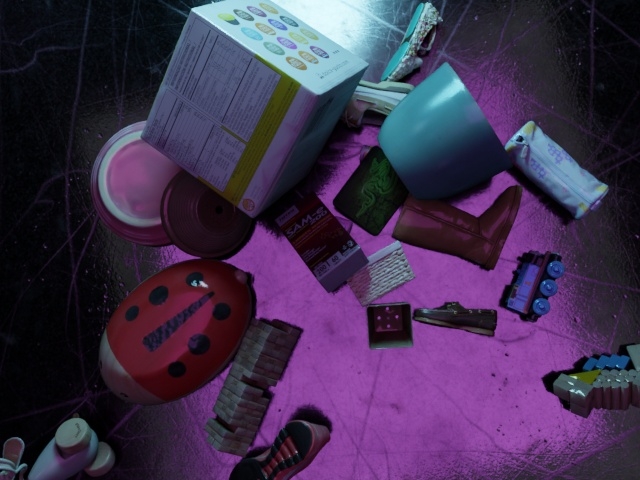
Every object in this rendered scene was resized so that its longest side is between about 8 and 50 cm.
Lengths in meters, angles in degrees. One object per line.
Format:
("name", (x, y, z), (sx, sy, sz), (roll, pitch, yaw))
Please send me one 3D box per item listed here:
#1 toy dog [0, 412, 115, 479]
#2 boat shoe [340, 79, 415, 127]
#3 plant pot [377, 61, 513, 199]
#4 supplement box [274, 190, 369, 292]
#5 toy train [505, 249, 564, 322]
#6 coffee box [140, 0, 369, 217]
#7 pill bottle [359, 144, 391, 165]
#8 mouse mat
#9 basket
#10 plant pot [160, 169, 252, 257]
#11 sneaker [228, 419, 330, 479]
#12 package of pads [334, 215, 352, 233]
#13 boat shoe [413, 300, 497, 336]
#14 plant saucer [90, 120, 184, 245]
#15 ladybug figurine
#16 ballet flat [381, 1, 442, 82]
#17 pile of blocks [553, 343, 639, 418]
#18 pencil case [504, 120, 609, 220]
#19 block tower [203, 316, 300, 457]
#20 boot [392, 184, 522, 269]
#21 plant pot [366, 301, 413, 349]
("toy dog", (-0.683, 0.533, 1.780), (0.333, 0.161, 0.220), (-12, 125, -26))
("boat shoe", (0.091, -0.344, 1.844), (0.302, 0.113, 0.103), (2, 79, 3))
("plant pot", (0.279, -0.234, 1.729), (0.235, 0.293, 0.293), (-33, 83, 13))
("supplement box", (0.000, 0.000, 1.781), (0.130, 0.073, 0.239), (-38, 50, -1))
("toy train", (0.530, 0.108, 1.795), (0.105, 0.080, 0.184), (22, 86, 11))
("coffee box", (-0.150, -0.326, 1.687), (0.334, 0.337, 0.338), (35, 121, 6))
("pill bottle", (0.144, -0.216, 1.863), (0.083, 0.043, 0.043), (16, 86, 5))
("mouse mat", (0.140, -0.125, 1.846), (0.152, 0.007, 0.190), (36, 91, -12))
("basket", (0.143, 0.084, 1.803), (0.167, 0.113, 0.103), (-28, 87, 1))
("plant pot", (-0.267, -0.075, 1.791), (0.237, 0.109, 0.238), (0, 89, -26))
("sneaker", (-0.092, 0.553, 1.773), (0.314, 0.136, 0.116), (-43, 60, 21))
("package of pads", (0.046, -0.017, 1.856), (0.050, 0.032, 0.083), (21, 86, 4))
("boat shoe", (0.336, 0.187, 1.803), (0.206, 0.073, 0.073), (10, 84, -3))
("plant saucer", (-0.438, -0.153, 1.873), (0.331, 0.084, 0.332), (0, 85, 3))
("ladybug figurine", (-0.363, 0.221, 1.793), (0.449, 0.162, 0.305), (-43, 83, -1))
("ballet flat", (0.243, -0.496, 1.868), (0.077, 0.091, 0.241), (28, 90, -17))
("pile of blocks", (0.749, 0.347, 1.758), (0.361, 0.149, 0.113), (-8, 127, 12))
("pencil case", (0.578, -0.174, 1.794), (0.273, 0.124, 0.113), (43, 88, 5))
("block tower", (-0.173, 0.352, 1.788), (0.097, 0.091, 0.336), (28, 84, -39))
("boot", (0.345, -0.072, 1.817), (0.269, 0.089, 0.236), (22, 86, 6))
("plant pot", (0.170, 0.201, 1.790), (0.109, 0.096, 0.109), (-4, 98, 4))
